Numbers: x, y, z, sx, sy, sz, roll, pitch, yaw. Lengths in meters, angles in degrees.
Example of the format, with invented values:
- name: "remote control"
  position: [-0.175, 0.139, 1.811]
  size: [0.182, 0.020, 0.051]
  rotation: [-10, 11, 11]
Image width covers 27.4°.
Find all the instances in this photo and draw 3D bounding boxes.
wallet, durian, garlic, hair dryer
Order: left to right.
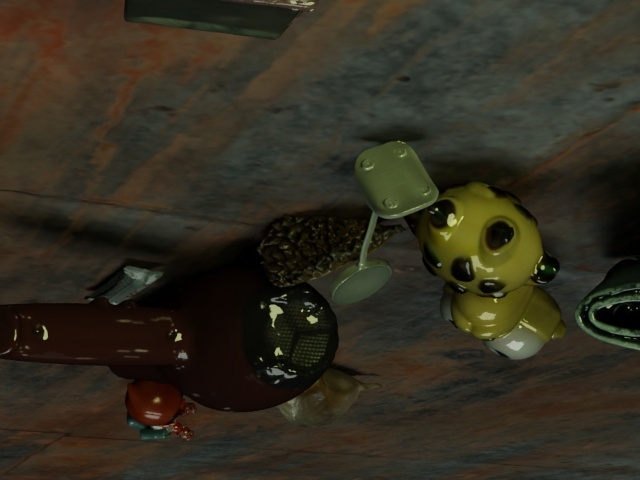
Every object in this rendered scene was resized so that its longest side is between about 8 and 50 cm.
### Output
- name: "hair dryer"
  position: [-0.186, 0.079, 1.076]
  size: [0.341, 0.123, 0.313]
  rotation: [6, 170, -39]
- name: "garlic"
  position: [-0.004, 0.179, 1.493]
  size: [0.084, 0.066, 0.152]
  rotation: [-14, 155, 31]
- name: "durian"
  position: [0.002, 0.010, 1.000]
  size: [0.130, 0.052, 0.066]
  rotation: [-16, 157, 33]
- name: "wallet"
  position: [0.337, 0.071, 0.947]
  size: [0.291, 0.054, 0.251]
  rotation: [14, -174, 14]

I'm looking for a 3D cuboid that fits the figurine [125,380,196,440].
- name: "figurine"
  position: [-0.193, 0.193, 1.546]
  size: [0.075, 0.068, 0.140]
  rotation: [1, 156, 7]

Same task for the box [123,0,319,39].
- name: "box"
  position: [-0.047, -0.125, 0.581]
  size: [0.085, 0.060, 0.063]
  rotation: [4, 169, -15]

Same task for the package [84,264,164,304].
- name: "package"
  position: [-0.172, 0.040, 1.148]
  size: [0.037, 0.015, 0.110]
  rotation: [8, 161, -26]

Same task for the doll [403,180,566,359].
- name: "doll"
  position: [0.129, 0.025, 1.001]
  size: [0.117, 0.086, 0.291]
  rotation: [30, 172, 19]

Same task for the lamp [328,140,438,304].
- name: "lamp"
  position: [0.041, 0.006, 0.916]
  size: [0.050, 0.056, 0.198]
  rotation: [-21, 154, -15]
